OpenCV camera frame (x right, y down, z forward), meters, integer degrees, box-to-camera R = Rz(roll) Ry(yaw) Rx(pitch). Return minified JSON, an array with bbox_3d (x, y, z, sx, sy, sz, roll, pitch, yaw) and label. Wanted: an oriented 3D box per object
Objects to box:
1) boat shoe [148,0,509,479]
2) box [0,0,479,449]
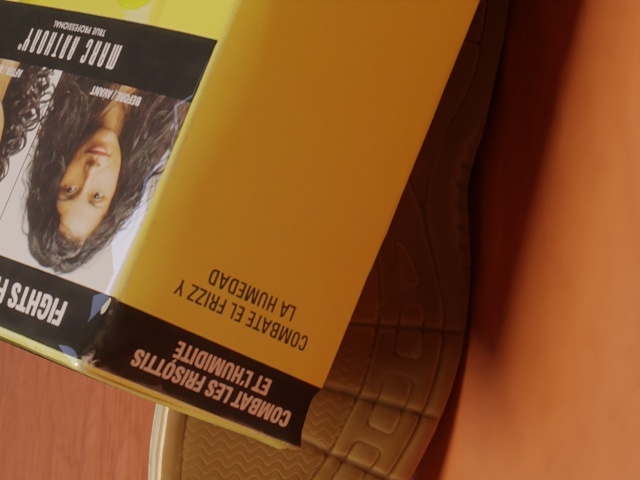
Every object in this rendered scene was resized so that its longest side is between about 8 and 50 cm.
[{"bbox_3d":[0.000,0.000,0.446,0.059,0.063,0.170,159,130,-72],"label":"boat shoe"},{"bbox_3d":[-0.005,-0.082,0.391,0.087,0.058,0.232,18,82,48],"label":"box"}]
